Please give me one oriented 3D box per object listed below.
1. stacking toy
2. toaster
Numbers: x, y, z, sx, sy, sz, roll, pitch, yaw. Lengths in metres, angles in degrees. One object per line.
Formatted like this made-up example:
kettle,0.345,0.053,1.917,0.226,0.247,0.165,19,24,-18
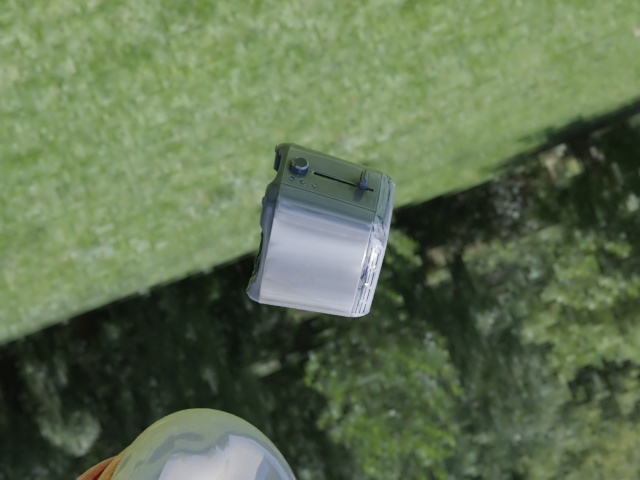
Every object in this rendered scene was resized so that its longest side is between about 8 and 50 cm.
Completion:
stacking toy,-0.281,0.417,1.936,0.480,0.350,0.351,-13,-175,41
toaster,0.000,0.000,1.676,0.146,0.227,0.129,13,-137,0
